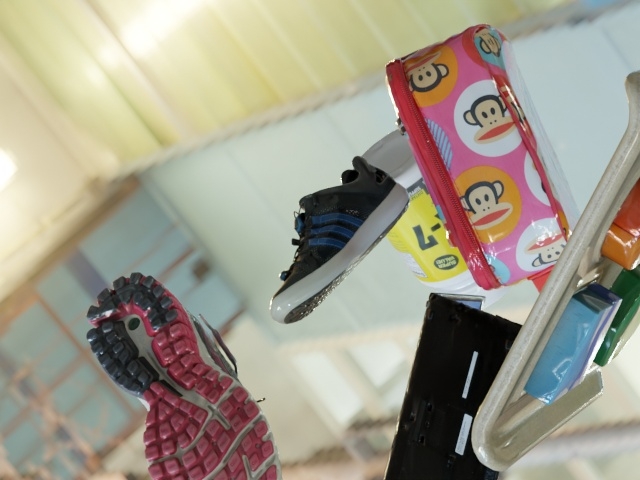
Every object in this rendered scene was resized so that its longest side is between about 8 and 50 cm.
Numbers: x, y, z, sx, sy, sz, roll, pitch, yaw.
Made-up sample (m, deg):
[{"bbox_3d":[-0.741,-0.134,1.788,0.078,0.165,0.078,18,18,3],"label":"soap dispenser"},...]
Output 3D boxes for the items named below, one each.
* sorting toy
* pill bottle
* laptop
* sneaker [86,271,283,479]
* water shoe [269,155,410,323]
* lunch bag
[{"bbox_3d":[0.191,0.002,1.152,0.307,0.041,0.229,-20,134,-64],"label":"sorting toy"},{"bbox_3d":[0.136,-0.022,2.267,0.119,0.208,0.119,-29,-151,17],"label":"pill bottle"},{"bbox_3d":[0.146,0.178,1.862,0.264,0.136,0.234,19,-84,60],"label":"laptop"},{"bbox_3d":[-0.104,0.156,1.813,0.121,0.112,0.299,-37,-125,10],"label":"sneaker"},{"bbox_3d":[0.000,0.000,1.833,0.203,0.080,0.073,-44,173,-39],"label":"water shoe"},{"bbox_3d":[0.164,-0.059,1.786,0.120,0.258,0.293,-25,177,10],"label":"lunch bag"}]
